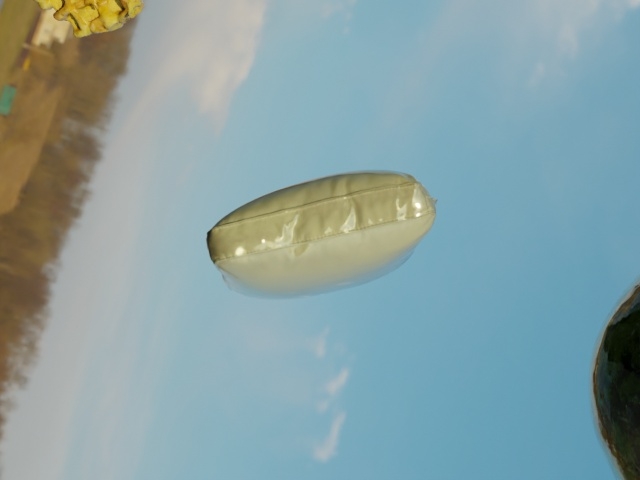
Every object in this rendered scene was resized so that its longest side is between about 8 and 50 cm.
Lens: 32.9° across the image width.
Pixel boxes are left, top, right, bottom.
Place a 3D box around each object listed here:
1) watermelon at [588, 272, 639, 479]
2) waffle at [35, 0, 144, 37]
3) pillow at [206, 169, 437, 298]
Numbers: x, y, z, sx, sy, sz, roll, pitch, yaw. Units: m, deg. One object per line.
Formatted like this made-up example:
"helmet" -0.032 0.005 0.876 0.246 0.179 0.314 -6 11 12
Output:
"watermelon" 0.338 0.120 0.994 0.305 0.180 0.224 -47 149 -30
"waffle" -0.277 -0.372 1.350 0.056 0.249 0.253 -57 159 -59
"pillow" 0.000 0.000 1.265 0.322 0.255 0.120 95 -18 -83
